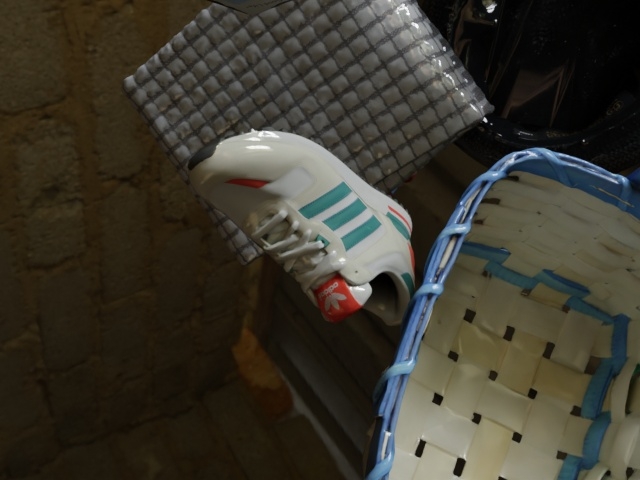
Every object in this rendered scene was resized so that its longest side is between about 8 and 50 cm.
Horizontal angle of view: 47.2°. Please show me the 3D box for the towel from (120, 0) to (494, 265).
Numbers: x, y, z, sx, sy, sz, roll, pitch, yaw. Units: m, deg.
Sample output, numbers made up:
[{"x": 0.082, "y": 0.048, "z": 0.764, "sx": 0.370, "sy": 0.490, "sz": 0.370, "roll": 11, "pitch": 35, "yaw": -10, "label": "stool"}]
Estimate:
[{"x": -0.014, "y": -0.134, "z": 0.710, "sx": 0.283, "sy": 0.121, "sz": 0.235, "roll": -33, "pitch": -85, "yaw": 24, "label": "towel"}]

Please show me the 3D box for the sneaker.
[{"x": 0.000, "y": 0.000, "z": 0.395, "sx": 0.057, "sy": 0.161, "sz": 0.075, "roll": -29, "pitch": -127, "yaw": 32, "label": "sneaker"}]

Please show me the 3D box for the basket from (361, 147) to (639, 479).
[{"x": 0.137, "y": 0.067, "z": 0.356, "sx": 0.201, "sy": 0.255, "sz": 0.289, "roll": 24, "pitch": -15, "yaw": 2, "label": "basket"}]

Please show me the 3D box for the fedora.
[{"x": 0.267, "y": -0.219, "z": 0.773, "sx": 0.334, "sy": 0.152, "sz": 0.334, "roll": 0, "pitch": -90, "yaw": 19, "label": "fedora"}]

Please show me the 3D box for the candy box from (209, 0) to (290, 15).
[{"x": -0.080, "y": -0.203, "z": 0.299, "sx": 0.070, "sy": 0.196, "sz": 0.165, "roll": -3, "pitch": -96, "yaw": 47, "label": "candy box"}]

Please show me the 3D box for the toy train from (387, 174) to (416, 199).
[{"x": 0.035, "y": -0.023, "z": 0.961, "sx": 0.105, "sy": 0.248, "sz": 0.143, "roll": 23, "pitch": -42, "yaw": 17, "label": "toy train"}]
